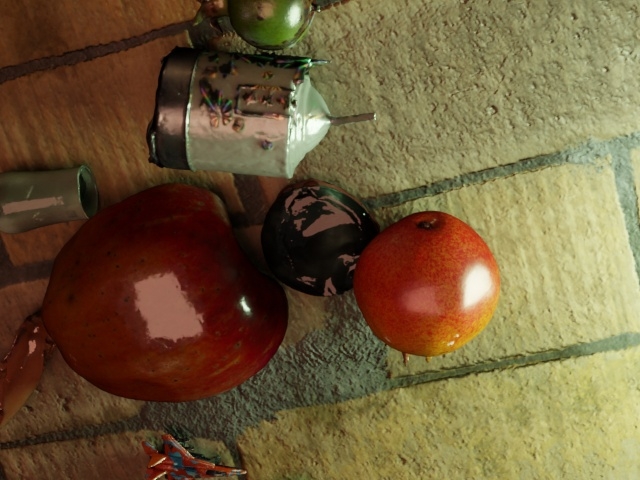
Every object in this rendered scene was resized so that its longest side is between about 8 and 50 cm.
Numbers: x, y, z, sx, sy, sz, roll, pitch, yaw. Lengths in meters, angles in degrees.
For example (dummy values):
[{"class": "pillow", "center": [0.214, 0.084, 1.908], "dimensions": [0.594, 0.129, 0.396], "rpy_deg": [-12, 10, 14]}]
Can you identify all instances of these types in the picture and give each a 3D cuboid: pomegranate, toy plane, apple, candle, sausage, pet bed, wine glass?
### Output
[{"class": "pomegranate", "center": [-0.087, -0.332, 1.514], "dimensions": [0.169, 0.148, 0.148], "rpy_deg": [-13, 112, 24]}, {"class": "toy plane", "center": [-0.225, 0.400, 1.905], "dimensions": [0.189, 0.061, 0.130], "rpy_deg": [1, 114, 2]}, {"class": "pomegranate", "center": [0.162, 0.081, 1.630], "dimensions": [0.221, 0.221, 0.256], "rpy_deg": [9, 131, 3]}, {"class": "apple", "center": [-0.252, 0.100, 1.718], "dimensions": [0.365, 0.295, 0.328], "rpy_deg": [-19, 80, 12]}, {"class": "candle", "center": [-0.083, -0.181, 1.553], "dimensions": [0.330, 0.187, 0.187], "rpy_deg": [5, 115, 4]}, {"class": "sausage", "center": [-0.547, 0.254, 1.869], "dimensions": [0.087, 0.079, 0.326], "rpy_deg": [47, 114, 14]}, {"class": "pet bed", "center": [0.000, 0.000, 1.698], "dimensions": [0.201, 0.053, 0.201], "rpy_deg": [3, 114, 7]}, {"class": "wine glass", "center": [-0.477, -0.061, 1.703], "dimensions": [0.231, 0.103, 0.103], "rpy_deg": [-6, 113, 6]}]
